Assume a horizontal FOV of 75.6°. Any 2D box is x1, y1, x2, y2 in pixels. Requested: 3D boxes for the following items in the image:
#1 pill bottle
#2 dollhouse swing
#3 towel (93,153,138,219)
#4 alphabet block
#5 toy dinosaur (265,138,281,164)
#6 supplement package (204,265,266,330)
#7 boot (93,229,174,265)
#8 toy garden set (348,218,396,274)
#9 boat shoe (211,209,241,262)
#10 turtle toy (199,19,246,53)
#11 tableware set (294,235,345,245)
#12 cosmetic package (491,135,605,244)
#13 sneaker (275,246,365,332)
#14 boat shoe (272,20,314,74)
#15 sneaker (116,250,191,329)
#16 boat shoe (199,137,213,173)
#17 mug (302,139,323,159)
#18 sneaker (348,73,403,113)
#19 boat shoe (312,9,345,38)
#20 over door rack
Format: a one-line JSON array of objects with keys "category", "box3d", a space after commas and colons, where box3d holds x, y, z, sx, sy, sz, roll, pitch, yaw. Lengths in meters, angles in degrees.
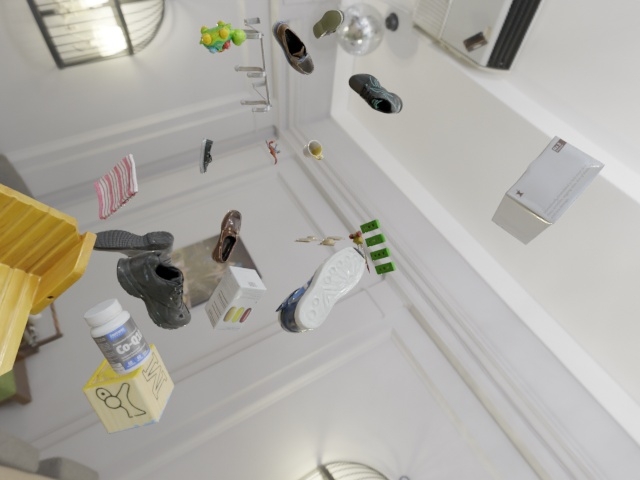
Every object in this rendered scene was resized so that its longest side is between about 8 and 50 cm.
[{"category": "pill bottle", "box3d": [-0.404, 0.190, 0.822, 0.078, 0.078, 0.137, 24, -42, 62]}, {"category": "dollhouse swing", "box3d": [-0.753, 0.096, 0.915, 0.347, 0.315, 0.304, 38, 23, -46]}, {"category": "towel", "box3d": [-0.658, -0.170, 1.325, 0.029, 0.197, 0.144, 14, 52, -57]}, {"category": "alphabet block", "box3d": [-0.655, 0.510, 1.430, 0.193, 0.193, 0.197, -99, 175, -70]}, {"category": "toy dinosaur", "box3d": [-0.175, -0.343, 1.557, 0.082, 0.047, 0.090, 15, 61, -79]}, {"category": "supplement package", "box3d": [-0.364, 0.249, 1.753, 0.244, 0.139, 0.134, -57, -133, 19]}, {"category": "boot", "box3d": [-0.801, 0.075, 1.768, 0.118, 0.339, 0.222, -111, -148, -47]}, {"category": "toy garden set", "box3d": [0.244, 0.038, 1.927, 0.204, 0.049, 0.244, -21, -93, 51]}, {"category": "boat shoe", "box3d": [-0.330, -0.014, 1.500, 0.073, 0.073, 0.206, 3, -105, 55]}, {"category": "turtle toy", "box3d": [-0.275, -0.566, 1.154, 0.066, 0.130, 0.095, 74, -3, -46]}, {"category": "tableware set", "box3d": [0.000, 0.000, 1.377, 0.169, 0.141, 0.020, -21, 113, -72]}, {"category": "cosmetic package", "box3d": [0.672, -0.134, 1.270, 0.156, 0.217, 0.385, 41, 6, 17]}, {"category": "sneaker", "box3d": [-0.015, 0.160, 1.333, 0.130, 0.322, 0.236, 45, -27, -11]}, {"category": "boat shoe", "box3d": [-0.072, -0.551, 1.207, 0.183, 0.066, 0.066, 37, 9, -47]}, {"category": "sneaker", "box3d": [-0.416, 0.140, 1.115, 0.109, 0.130, 0.286, -110, 177, -45]}, {"category": "boat shoe", "box3d": [-0.418, -0.305, 1.513, 0.049, 0.040, 0.142, -90, -167, -53]}, {"category": "mug", "box3d": [-0.034, -0.340, 1.588, 0.064, 0.062, 0.078, -8, -72, 58]}, {"category": "sneaker", "box3d": [0.229, -0.629, 1.771, 0.267, 0.106, 0.101, 33, -46, 9]}, {"category": "boat shoe", "box3d": [0.048, -0.958, 1.815, 0.228, 0.069, 0.081, 12, -53, 60]}, {"category": "over door rack", "box3d": [-0.232, -0.588, 1.378, 0.324, 0.108, 0.239, -105, -170, -54]}]
